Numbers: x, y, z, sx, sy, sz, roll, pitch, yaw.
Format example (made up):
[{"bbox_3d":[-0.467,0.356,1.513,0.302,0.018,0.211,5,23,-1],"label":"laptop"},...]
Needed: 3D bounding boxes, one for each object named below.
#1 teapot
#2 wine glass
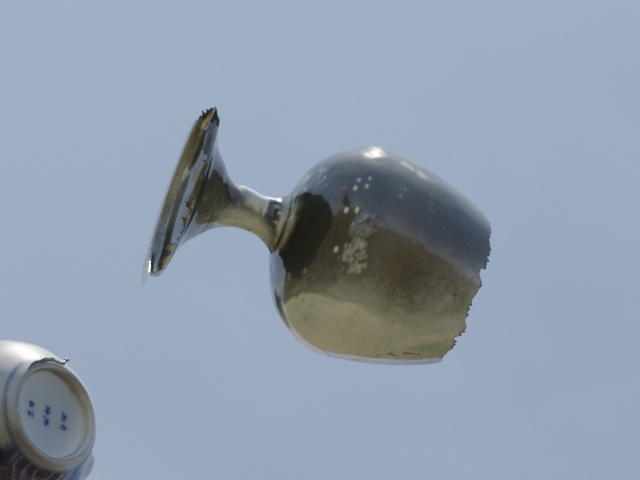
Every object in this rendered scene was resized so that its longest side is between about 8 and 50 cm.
[{"bbox_3d":[-0.463,0.273,2.517,0.280,0.252,0.424,-21,-35,36],"label":"teapot"},{"bbox_3d":[0.000,0.000,1.850,0.323,0.238,0.238,22,-39,-10],"label":"wine glass"}]
